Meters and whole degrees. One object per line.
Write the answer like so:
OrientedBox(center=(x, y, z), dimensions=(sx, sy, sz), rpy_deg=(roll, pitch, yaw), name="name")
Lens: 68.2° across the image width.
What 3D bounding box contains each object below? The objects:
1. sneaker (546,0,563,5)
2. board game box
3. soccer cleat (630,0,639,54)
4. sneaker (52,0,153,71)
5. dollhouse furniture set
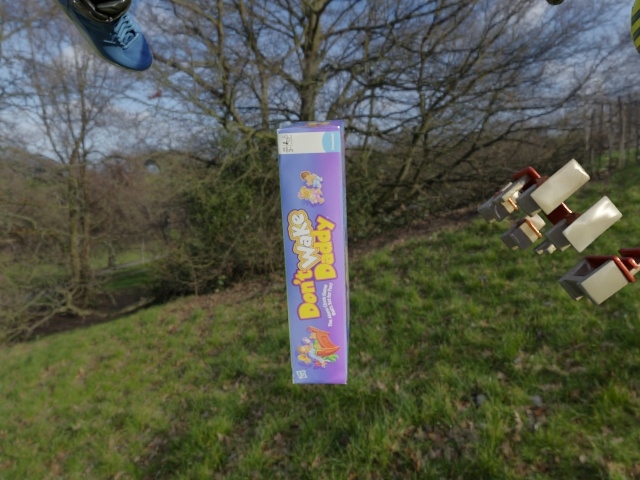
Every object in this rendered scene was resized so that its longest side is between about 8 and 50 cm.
OrientedBox(center=(0.197, -0.448, 0.512), dimensions=(0.257, 0.169, 0.447), rpy_deg=(43, 16, 25), name="sneaker")
OrientedBox(center=(0.000, 0.000, 0.715), dimensions=(0.078, 0.347, 0.233), rpy_deg=(-1, 16, 4), name="board game box")
OrientedBox(center=(0.553, -0.381, 0.734), dimensions=(0.093, 0.289, 0.121), rpy_deg=(-8, 50, 19), name="soccer cleat")
OrientedBox(center=(-0.231, -0.246, 0.527), dimensions=(0.084, 0.058, 0.152), rpy_deg=(19, -20, 35), name="sneaker")
OrientedBox(center=(0.442, -0.027, 0.849), dimensions=(0.135, 0.259, 0.262), rpy_deg=(-40, -2, 0), name="dollhouse furniture set")
